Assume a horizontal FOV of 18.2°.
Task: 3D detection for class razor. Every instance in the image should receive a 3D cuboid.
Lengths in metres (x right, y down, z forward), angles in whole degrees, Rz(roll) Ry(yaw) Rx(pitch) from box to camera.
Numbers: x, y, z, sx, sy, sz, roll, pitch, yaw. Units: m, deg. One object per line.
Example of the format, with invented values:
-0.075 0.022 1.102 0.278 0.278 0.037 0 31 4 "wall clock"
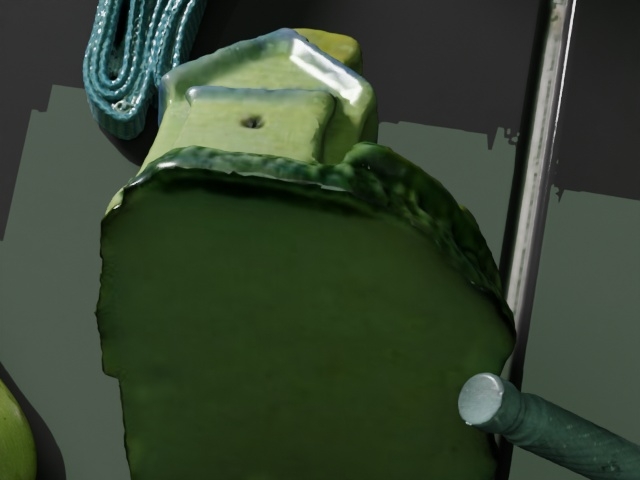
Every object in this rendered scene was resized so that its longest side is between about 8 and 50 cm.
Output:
0.142 0.108 0.952 0.068 0.232 0.106 -1 71 40 "razor"

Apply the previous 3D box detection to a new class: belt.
-0.105 -0.150 1.116 0.100 0.065 0.179 15 75 -2 "belt"

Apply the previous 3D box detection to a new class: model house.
0.000 0.000 0.990 0.195 0.214 0.189 0 37 6 "model house"

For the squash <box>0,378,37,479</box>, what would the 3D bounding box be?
-0.227 0.047 1.065 0.083 0.083 0.250 -28 72 -4 "squash"
